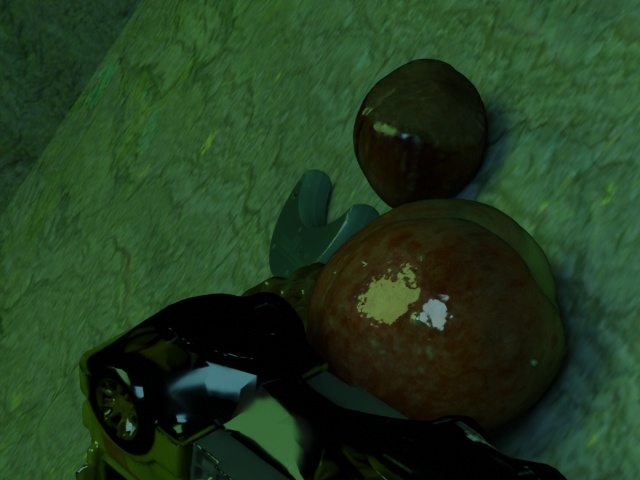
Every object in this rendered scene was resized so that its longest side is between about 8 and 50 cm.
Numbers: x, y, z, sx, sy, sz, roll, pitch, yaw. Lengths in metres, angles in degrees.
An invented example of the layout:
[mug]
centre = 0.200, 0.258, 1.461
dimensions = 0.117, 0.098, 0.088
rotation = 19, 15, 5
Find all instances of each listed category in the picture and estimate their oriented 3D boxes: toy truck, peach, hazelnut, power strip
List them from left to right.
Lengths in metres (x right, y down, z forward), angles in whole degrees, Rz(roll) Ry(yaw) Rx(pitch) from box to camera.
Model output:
[toy truck]
centre = -0.003, 0.216, 1.057
dimensions = 0.405, 0.180, 0.254
rotation = 32, 127, 33
[power strip]
centre = 0.000, 0.000, 1.617
dimensions = 0.137, 0.044, 0.216
rotation = -58, 24, 6
[hazelnut]
centre = 0.105, -0.104, 1.448
dimensions = 0.143, 0.143, 0.154
rotation = -33, 29, 45
[peach]
centre = 0.088, 0.075, 1.181
dimensions = 0.232, 0.232, 0.232
rotation = -43, 30, 32

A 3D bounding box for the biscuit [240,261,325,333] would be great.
[biscuit]
centre = -0.066, 0.127, 1.384
dimensions = 0.332, 0.103, 0.332
rotation = -28, 12, 7
